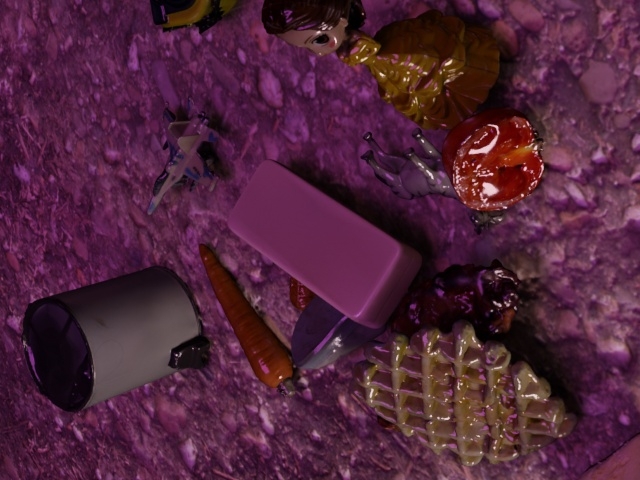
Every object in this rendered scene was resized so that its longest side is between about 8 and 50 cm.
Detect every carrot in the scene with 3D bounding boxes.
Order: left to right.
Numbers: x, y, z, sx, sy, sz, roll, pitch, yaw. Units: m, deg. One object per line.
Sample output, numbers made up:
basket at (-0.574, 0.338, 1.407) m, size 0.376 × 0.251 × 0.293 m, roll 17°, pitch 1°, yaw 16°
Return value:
carrot at (-0.140, 0.143, 1.963) m, size 0.336 × 0.069 × 0.069 m, roll 55°, pitch 131°, yaw 18°

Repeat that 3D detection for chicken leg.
chicken leg at (0.179, 0.152, 1.656) m, size 0.158 × 0.096 × 0.407 m, roll 59°, pitch 140°, yaw 25°

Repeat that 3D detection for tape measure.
tape measure at (-0.208, -0.447, 1.815) m, size 0.186 × 0.112 × 0.199 m, roll 4°, pitch 111°, yaw 48°

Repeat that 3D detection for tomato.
tomato at (0.231, -0.126, 1.506) m, size 0.159 × 0.139 × 0.091 m, roll 59°, pitch -178°, yaw -44°

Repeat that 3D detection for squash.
squash at (0.427, 0.383, 1.501) m, size 0.085 × 0.184 × 0.192 m, roll 26°, pitch 131°, yaw -12°

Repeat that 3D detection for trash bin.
trash bin at (-0.393, 0.181, 2.060) m, size 0.277 × 0.262 × 0.217 m, roll 31°, pitch 121°, yaw 32°

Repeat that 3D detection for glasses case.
glasses case at (0.000, 0.000, 1.727) m, size 0.336 × 0.076 × 0.144 m, roll 36°, pitch 95°, yaw 38°

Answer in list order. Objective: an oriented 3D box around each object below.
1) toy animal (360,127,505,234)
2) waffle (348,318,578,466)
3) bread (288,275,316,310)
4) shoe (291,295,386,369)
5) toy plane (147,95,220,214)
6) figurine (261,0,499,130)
toy animal at (0.159, -0.087, 1.613) m, size 0.176 × 0.073 × 0.217 m, roll 50°, pitch 158°, yaw -28°
waffle at (0.200, 0.233, 1.588) m, size 0.309 × 0.056 × 0.292 m, roll 38°, pitch 138°, yaw -22°
bread at (-0.027, 0.044, 1.842) m, size 0.052 × 0.044 × 0.157 m, roll 19°, pitch 114°, yaw 43°
shoe at (0.056, 0.118, 1.763) m, size 0.251 × 0.100 × 0.103 m, roll -47°, pitch 40°, yaw 20°
toy plane at (-0.254, -0.137, 1.973) m, size 0.192 × 0.088 × 0.262 m, roll 55°, pitch 141°, yaw 22°
figurine at (0.061, -0.265, 1.461) m, size 0.187 × 0.315 × 0.168 m, roll 45°, pitch 114°, yaw 52°
